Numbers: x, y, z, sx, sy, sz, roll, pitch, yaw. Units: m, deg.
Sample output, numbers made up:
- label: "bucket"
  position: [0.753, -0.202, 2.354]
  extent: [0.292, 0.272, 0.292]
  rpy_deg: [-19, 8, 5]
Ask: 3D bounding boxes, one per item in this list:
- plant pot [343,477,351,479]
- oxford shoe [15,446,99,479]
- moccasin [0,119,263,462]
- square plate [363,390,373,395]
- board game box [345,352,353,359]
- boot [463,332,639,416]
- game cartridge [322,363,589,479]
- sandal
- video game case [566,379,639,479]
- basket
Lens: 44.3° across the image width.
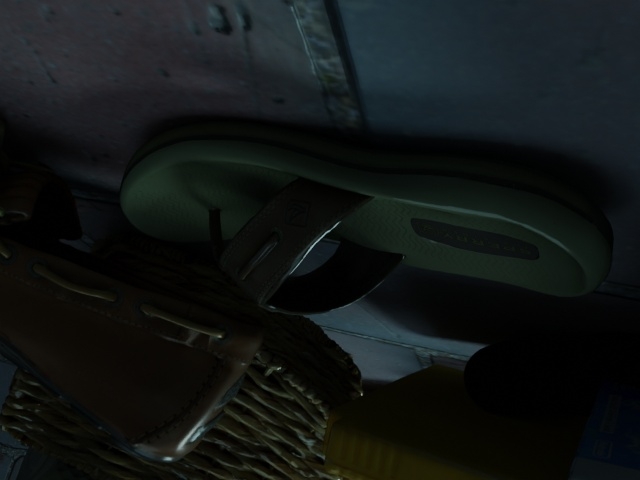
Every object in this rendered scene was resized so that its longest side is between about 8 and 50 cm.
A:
- label: "plant pot"
  position: [-0.079, 0.332, 1.169]
  extent: [0.203, 0.291, 0.291]
  rpy_deg: [8, 164, -8]
- label: "oxford shoe"
  position: [-0.229, 0.273, 0.719]
  extent: [0.169, 0.130, 0.449]
  rpy_deg: [29, -160, -14]
- label: "moccasin"
  position: [-0.217, 0.001, 0.559]
  extent: [0.380, 0.147, 0.139]
  rpy_deg: [32, -179, 10]
- label: "square plate"
  position: [0.216, 0.311, 1.305]
  extent: [0.347, 0.049, 0.344]
  rpy_deg: [25, 161, -29]
- label: "board game box"
  position: [-0.152, 0.139, 1.054]
  extent: [0.316, 0.064, 0.242]
  rpy_deg: [-2, 156, 44]
- label: "boot"
  position: [0.241, 0.113, 0.662]
  extent: [0.219, 0.082, 0.106]
  rpy_deg: [4, 180, 25]
- label: "game cartridge"
  position: [0.193, 0.179, 0.630]
  extent: [0.323, 0.053, 0.285]
  rpy_deg: [11, -175, 27]
- label: "sandal"
  position: [0.000, 0.000, 0.439]
  extent: [0.302, 0.086, 0.120]
  rpy_deg: [9, 162, 31]
- label: "video game case"
  position: [0.269, 0.152, 0.432]
  extent: [0.244, 0.061, 0.269]
  rpy_deg: [12, -174, 22]
- label: "basket"
  position: [-0.108, 0.114, 0.763]
  extent: [0.299, 0.213, 0.223]
  rpy_deg: [30, -158, -8]
